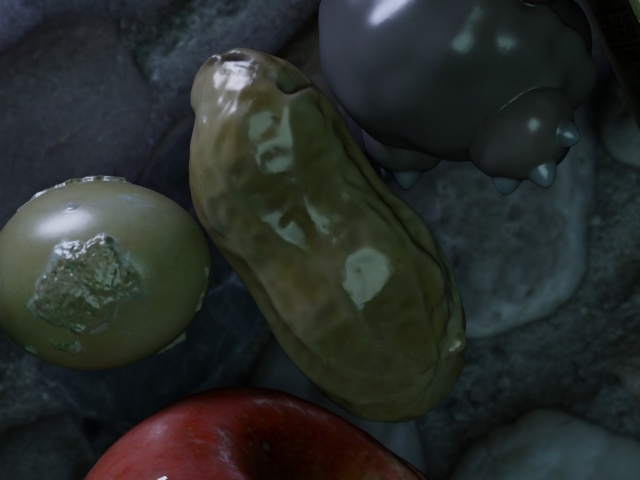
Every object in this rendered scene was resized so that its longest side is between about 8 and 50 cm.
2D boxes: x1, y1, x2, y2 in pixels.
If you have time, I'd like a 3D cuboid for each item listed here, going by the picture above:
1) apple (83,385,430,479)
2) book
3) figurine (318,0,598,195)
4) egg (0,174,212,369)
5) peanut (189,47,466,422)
[{"bbox_3d":[-0.048,0.315,1.327,0.364,0.364,0.364,0,97,0],"label":"apple"},{"bbox_3d":[0.275,-0.121,1.359,0.026,0.161,0.231,-26,96,-1],"label":"book"},{"bbox_3d":[0.108,-0.226,1.316,0.203,0.248,0.380,-3,96,-37],"label":"figurine"},{"bbox_3d":[-0.182,0.026,1.376,0.201,0.164,0.164,-8,98,32],"label":"egg"},{"bbox_3d":[-0.002,0.001,1.370,0.158,0.174,0.340,-39,93,1],"label":"peanut"}]
